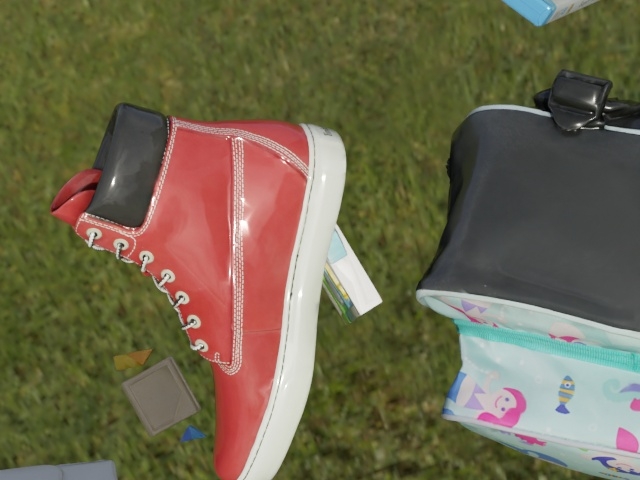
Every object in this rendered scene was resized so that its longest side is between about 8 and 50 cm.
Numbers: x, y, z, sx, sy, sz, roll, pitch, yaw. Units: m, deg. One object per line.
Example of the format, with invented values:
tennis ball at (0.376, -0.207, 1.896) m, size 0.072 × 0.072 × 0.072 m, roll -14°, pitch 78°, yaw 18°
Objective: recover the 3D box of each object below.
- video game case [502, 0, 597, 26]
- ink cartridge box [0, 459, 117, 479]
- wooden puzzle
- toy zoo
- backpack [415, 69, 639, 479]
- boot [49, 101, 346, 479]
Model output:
video game case at (0.110, -0.175, 0.810) m, size 0.119 × 0.015 × 0.166 m, roll 40°, pitch 29°, yaw 11°
ink cartridge box at (-0.226, 0.315, 0.956) m, size 0.197 × 0.270 × 0.198 m, roll -4°, pitch 11°, yaw -10°
wooden puzzle at (-0.172, 0.167, 1.492) m, size 0.078 × 0.116 × 0.014 m, roll -22°, pitch 1°, yaw 18°
toy zoo at (0.000, 0.000, 1.537) m, size 0.030 × 0.293 × 0.192 m, roll -31°, pitch 85°, yaw -5°
backpack at (0.177, 0.031, 0.715) m, size 0.225 × 0.253 × 0.191 m, roll 11°, pitch 91°, yaw 17°
boot at (-0.091, 0.038, 0.885) m, size 0.176 × 0.244 × 0.088 m, roll 5°, pitch 11°, yaw -19°
